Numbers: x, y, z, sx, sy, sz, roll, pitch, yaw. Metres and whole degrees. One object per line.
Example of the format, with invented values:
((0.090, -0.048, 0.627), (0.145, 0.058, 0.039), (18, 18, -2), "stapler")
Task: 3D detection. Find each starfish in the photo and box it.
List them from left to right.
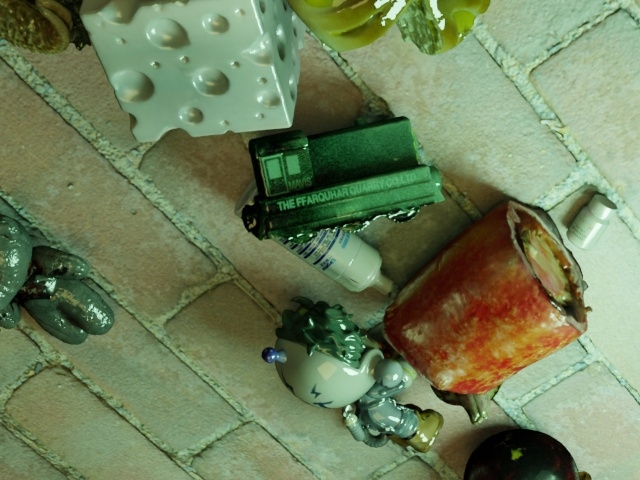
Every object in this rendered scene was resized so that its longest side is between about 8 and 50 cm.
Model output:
((-0.517, -0.448, 1.475), (0.324, 0.082, 0.431), (-10, 104, 35), "starfish")

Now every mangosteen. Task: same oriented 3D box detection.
((0.398, 0.467, 1.974), (0.265, 0.228, 0.228), (0, 132, -45), "mangosteen")

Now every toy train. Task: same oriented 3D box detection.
((0.029, -0.100, 1.655), (0.330, 0.138, 0.178), (-13, 97, -9), "toy train")

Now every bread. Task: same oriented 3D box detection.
((0.108, -0.395, 1.452), (0.333, 0.160, 0.333), (-13, 125, -20), "bread")

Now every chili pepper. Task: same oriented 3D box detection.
((0.286, 0.111, 1.758), (0.251, 0.229, 0.305), (49, 123, 4), "chili pepper")

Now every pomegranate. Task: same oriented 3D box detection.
((0.265, 0.261, 1.882), (0.138, 0.163, 0.125), (4, 155, -14), "pomegranate")

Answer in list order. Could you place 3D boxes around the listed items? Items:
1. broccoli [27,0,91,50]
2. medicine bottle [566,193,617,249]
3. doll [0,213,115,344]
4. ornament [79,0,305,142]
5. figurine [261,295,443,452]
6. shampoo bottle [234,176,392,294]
((-0.461, -0.368, 1.588), (0.304, 0.145, 0.164), (0, 117, 19), "broccoli")
((0.457, -0.031, 1.751), (0.052, 0.052, 0.089), (24, 120, -10), "medicine bottle")
((-0.521, 0.087, 1.831), (0.246, 0.158, 0.340), (-22, 120, 29), "doll")
((-0.168, -0.313, 1.481), (0.240, 0.239, 0.239), (-5, 137, 12), "ornament")
((0.068, 0.236, 1.840), (0.382, 0.186, 0.261), (38, 149, -31), "figurine")
((0.000, 0.000, 1.782), (0.303, 0.092, 0.092), (34, 117, -16), "shampoo bottle")
